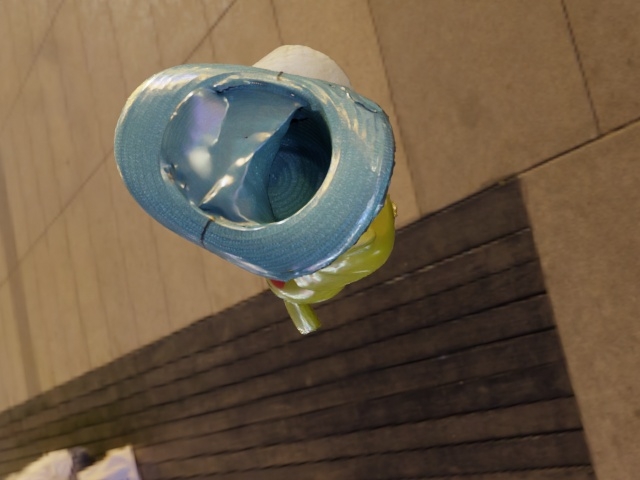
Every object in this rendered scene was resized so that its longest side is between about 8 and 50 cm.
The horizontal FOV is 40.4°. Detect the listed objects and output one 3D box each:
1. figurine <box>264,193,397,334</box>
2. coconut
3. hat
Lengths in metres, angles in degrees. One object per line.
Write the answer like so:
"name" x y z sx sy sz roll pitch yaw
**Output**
"figurine" 0.003 -0.003 1.303 0.326 0.169 0.218 144 133 -58
"coconut" -0.055 -0.173 1.294 0.202 0.222 0.202 21 137 22
"hat" -0.039 -0.050 0.587 0.190 0.078 0.138 22 81 17
